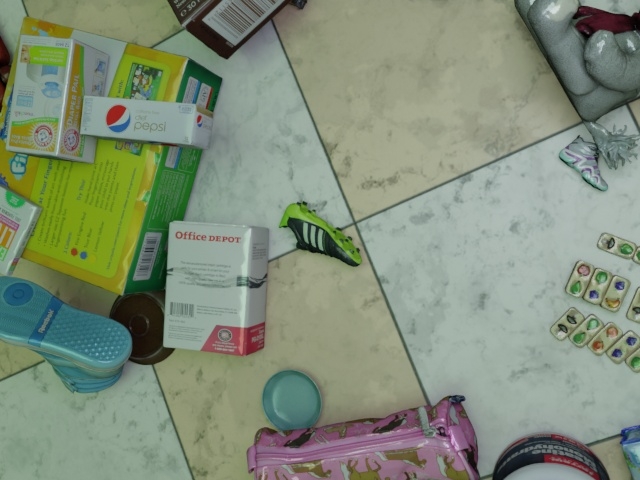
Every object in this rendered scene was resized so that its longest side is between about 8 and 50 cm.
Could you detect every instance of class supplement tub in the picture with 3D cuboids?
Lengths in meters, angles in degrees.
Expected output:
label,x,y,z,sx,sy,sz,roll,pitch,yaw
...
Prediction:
label,x,y,z,sx,sy,sz,roll,pitch,yaw
supplement tub,0.348,0.410,1.008,0.191,0.272,0.191,0,89,17

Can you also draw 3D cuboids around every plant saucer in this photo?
label,x,y,z,sx,sy,sz,roll,pitch,yaw
plant saucer,-0.052,0.300,1.265,0.119,0.021,0.119,0,90,17
plant saucer,-0.361,0.169,1.360,0.168,0.029,0.168,0,89,18

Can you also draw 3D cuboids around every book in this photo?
label,x,y,z,sx,sy,sz,roll,pitch,yaw
book,-0.590,-0.019,1.262,0.096,0.035,0.144,28,97,11

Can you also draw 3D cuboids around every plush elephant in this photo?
label,x,y,z,sx,sy,sz,roll,pitch,yaw
plush elephant,0.473,-0.296,0.986,0.255,0.272,0.330,-30,101,21

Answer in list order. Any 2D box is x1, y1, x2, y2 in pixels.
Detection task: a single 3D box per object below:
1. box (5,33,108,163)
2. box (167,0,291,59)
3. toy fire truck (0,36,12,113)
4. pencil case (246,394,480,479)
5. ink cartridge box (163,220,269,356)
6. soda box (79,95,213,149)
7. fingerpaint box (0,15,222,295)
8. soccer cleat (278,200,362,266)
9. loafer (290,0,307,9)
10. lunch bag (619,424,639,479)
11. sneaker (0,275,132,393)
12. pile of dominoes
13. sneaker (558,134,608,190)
label,x,y,z,sx,sy,sz,roll,pitch,yaw
box,-0.461,-0.244,1.184,0.114,0.103,0.203,10,92,17
box,-0.212,-0.539,1.217,0.191,0.143,0.381,-38,62,16
toy fire truck,-0.783,-0.355,1.440,0.254,0.169,0.302,-29,82,-4
pencil case,0.071,0.370,1.148,0.386,0.160,0.167,-15,102,18
ink cartridge box,-0.195,0.085,1.271,0.172,0.100,0.237,4,91,17
soda box,-0.296,-0.201,1.152,0.216,0.074,0.069,8,92,16
fingerpaint box,-0.438,-0.163,1.317,0.371,0.163,0.445,17,94,16
soccer cleat,0.000,0.000,1.238,0.179,0.060,0.072,40,110,20
loafer,-0.102,-0.475,1.270,0.170,0.062,0.061,12,98,18
lunch bag,0.558,0.343,1.036,0.151,0.096,0.129,-23,82,26
sneaker,-0.524,0.200,1.308,0.319,0.208,0.127,25,53,1
pile of dominoes,0.520,0.115,1.079,0.251,0.040,0.196,23,96,17
sneaker,0.449,-0.133,1.104,0.098,0.038,0.069,45,103,12
